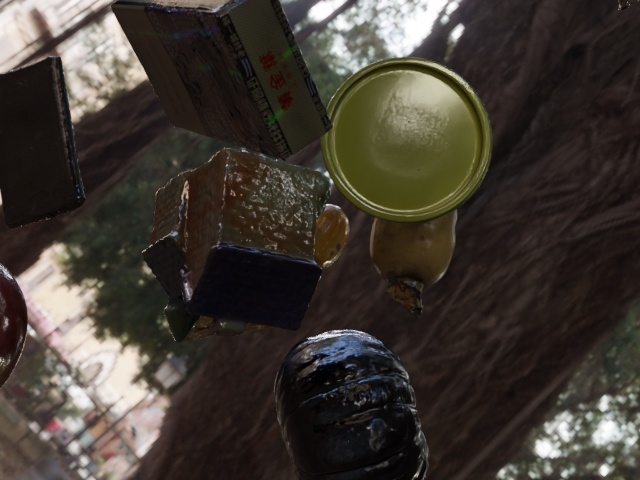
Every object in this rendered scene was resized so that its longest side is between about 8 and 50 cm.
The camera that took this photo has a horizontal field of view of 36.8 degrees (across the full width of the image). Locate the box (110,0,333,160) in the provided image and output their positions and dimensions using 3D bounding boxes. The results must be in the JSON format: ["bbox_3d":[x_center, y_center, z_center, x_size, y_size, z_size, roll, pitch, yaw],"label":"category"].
[{"bbox_3d":[-0.133,-0.225,1.207,0.310,0.084,0.198,23,-36,53],"label":"box"}]

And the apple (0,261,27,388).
[{"bbox_3d":[-0.576,0.114,1.309,0.344,0.269,0.345,20,-11,4],"label":"apple"}]

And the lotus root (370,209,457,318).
[{"bbox_3d":[0.134,0.002,1.410,0.118,0.221,0.125,13,-2,-21],"label":"lotus root"}]

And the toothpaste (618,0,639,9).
[{"bbox_3d":[0.444,-0.475,1.447,0.078,0.046,0.248,-167,-116,-81],"label":"toothpaste"}]

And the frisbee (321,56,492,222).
[{"bbox_3d":[0.118,-0.138,1.318,0.236,0.236,0.017,47,-5,5],"label":"frisbee"}]

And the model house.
[{"bbox_3d":[-0.151,0.036,1.635,0.245,0.280,0.312,13,-21,-29],"label":"model house"}]

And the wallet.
[{"bbox_3d":[-0.545,-0.190,1.834,0.044,0.170,0.321,41,33,-68],"label":"wallet"}]

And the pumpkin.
[{"bbox_3d":[0.058,0.350,1.832,0.363,0.266,0.363,166,-90,-85],"label":"pumpkin"}]

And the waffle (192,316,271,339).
[{"bbox_3d":[-0.187,0.149,2.126,0.376,0.261,0.114,133,-48,-77],"label":"waffle"}]

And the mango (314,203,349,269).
[{"bbox_3d":[0.001,0.001,2.048,0.090,0.178,0.115,5,-43,28],"label":"mango"}]
